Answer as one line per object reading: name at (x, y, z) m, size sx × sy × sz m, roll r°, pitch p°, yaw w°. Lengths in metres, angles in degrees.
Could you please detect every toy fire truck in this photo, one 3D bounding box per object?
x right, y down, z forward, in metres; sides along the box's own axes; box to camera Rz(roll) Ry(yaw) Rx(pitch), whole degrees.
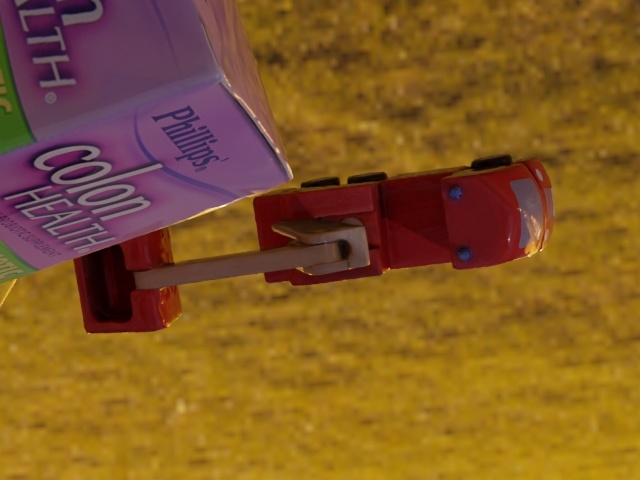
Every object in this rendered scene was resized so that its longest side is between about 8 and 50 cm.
toy fire truck at (0.000, 0.000, 0.882) m, size 0.192 × 0.047 × 0.135 m, roll -6°, pitch -173°, yaw 21°

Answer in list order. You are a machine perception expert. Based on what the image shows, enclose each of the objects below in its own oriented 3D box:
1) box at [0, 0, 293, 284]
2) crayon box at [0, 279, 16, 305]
box at (-0.159, -0.088, 0.583) m, size 0.243 × 0.213 × 0.117 m, roll -20°, pitch 166°, yaw 5°
crayon box at (-0.365, -0.033, 1.383) m, size 0.313 × 0.363 × 0.106 m, roll 42°, pitch 151°, yaw -26°
